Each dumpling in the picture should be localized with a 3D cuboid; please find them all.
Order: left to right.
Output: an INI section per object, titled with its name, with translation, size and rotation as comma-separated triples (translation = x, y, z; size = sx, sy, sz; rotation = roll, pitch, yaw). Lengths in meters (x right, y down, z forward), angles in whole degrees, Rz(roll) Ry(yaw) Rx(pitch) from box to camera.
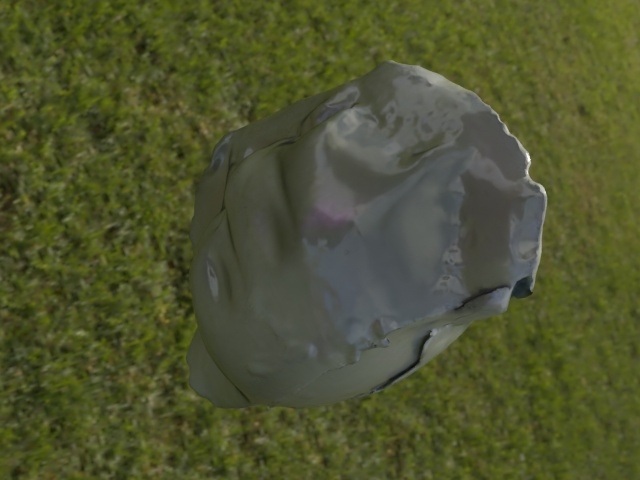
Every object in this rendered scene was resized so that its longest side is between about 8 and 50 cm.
[dumpling]
translation = 0.000, 0.000, 0.439
size = 0.108, 0.188, 0.127
rotation = -6, 70, -51
